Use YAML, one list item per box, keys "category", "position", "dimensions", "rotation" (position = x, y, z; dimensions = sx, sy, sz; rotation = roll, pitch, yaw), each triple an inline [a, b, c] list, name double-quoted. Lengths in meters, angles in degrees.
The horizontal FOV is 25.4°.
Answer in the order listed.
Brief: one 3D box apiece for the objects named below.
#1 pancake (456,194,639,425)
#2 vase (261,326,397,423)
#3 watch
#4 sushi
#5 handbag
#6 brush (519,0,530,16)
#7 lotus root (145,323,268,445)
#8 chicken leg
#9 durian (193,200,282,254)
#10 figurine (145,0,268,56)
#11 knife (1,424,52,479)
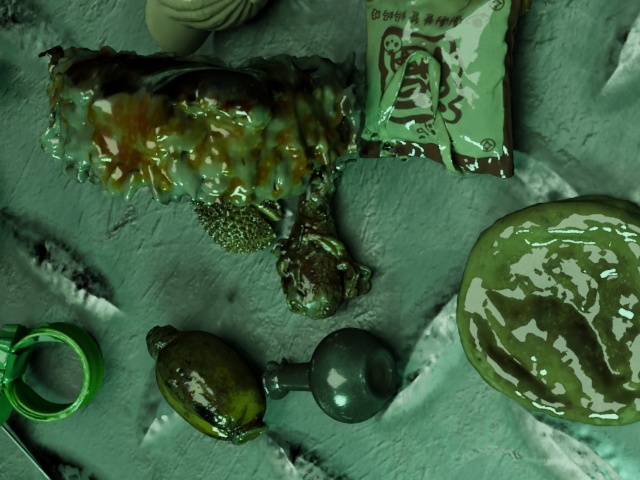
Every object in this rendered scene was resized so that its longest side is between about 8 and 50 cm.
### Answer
- category: "pancake"
  position: [0.297, 0.079, 1.680]
  dimensions: [0.294, 0.049, 0.295]
  rotation: [1, 92, 25]
- category: "vase"
  position: [0.005, 0.171, 1.795]
  dimensions: [0.182, 0.120, 0.120]
  rotation: [-5, 91, 40]
- category: "watch"
  position: [-0.386, 0.195, 1.986]
  dimensions: [0.152, 0.131, 0.165]
  rotation: [13, 95, 6]
- category: "sushi"
  position: [-0.137, -0.139, 1.682]
  dimensions: [0.417, 0.417, 0.176]
  rotation: [5, 98, 25]
- category: "handbag"
  position: [0.142, -0.201, 1.698]
  dimensions: [0.212, 0.127, 0.235]
  rotation: [9, 109, 26]
- category: "brush"
  position: [0.131, -0.365, 1.752]
  dimensions: [0.314, 0.017, 0.090]
  rotation: [36, 110, 19]
- category: "lotus root"
  position: [-0.148, 0.184, 1.861]
  dimensions: [0.209, 0.120, 0.120]
  rotation: [43, 109, 17]
- category: "chicken leg"
  position: [-0.007, 0.003, 1.811]
  dimensions: [0.125, 0.080, 0.196]
  rotation: [-17, 78, 15]
- category: "durian"
  position: [-0.122, -0.044, 1.861]
  dimensions: [0.140, 0.071, 0.110]
  rotation: [44, 109, 22]
- category: "figurine"
  position: [-0.190, -0.409, 1.810]
  dimensions: [0.332, 0.185, 0.204]
  rotation: [56, 148, 7]
- category: "knife"
  position: [-0.467, 0.262, 2.049]
  dimensions: [0.032, 0.058, 0.244]
  rotation: [-41, 73, -17]
